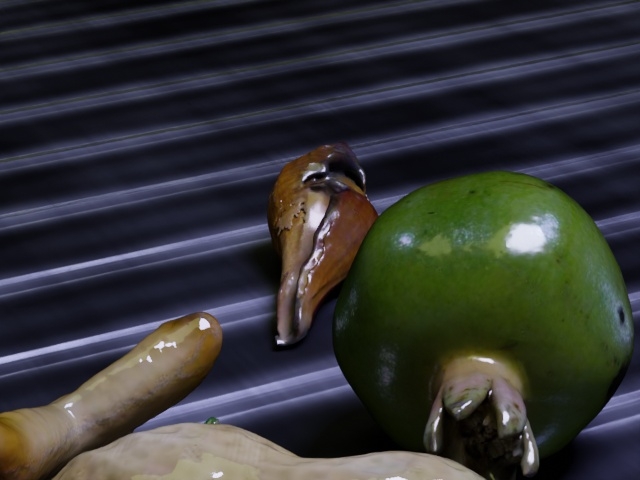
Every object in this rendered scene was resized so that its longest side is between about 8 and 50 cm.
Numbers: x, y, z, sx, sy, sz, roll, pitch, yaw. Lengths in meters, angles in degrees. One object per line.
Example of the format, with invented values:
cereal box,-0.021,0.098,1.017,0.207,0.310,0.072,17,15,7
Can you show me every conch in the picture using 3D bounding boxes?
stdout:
conch,0.005,0.000,1.471,0.080,0.086,0.232,32,24,-27

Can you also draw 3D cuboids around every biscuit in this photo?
biscuit,-0.159,0.117,1.137,0.208,0.047,0.164,-29,-9,-49

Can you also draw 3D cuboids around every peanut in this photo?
peanut,-0.021,0.153,1.056,0.263,0.101,0.117,4,43,13

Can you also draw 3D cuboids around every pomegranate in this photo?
pomegranate,0.095,0.065,1.173,0.187,0.187,0.225,1,29,6

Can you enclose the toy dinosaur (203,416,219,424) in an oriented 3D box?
toy dinosaur,-0.082,0.141,1.202,0.060,0.029,0.120,-5,22,37
